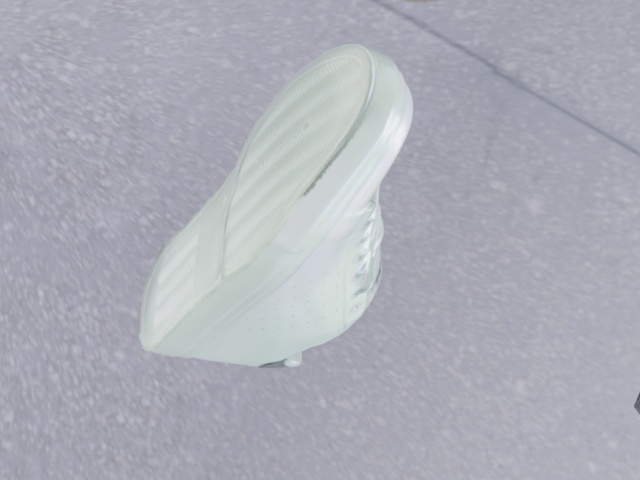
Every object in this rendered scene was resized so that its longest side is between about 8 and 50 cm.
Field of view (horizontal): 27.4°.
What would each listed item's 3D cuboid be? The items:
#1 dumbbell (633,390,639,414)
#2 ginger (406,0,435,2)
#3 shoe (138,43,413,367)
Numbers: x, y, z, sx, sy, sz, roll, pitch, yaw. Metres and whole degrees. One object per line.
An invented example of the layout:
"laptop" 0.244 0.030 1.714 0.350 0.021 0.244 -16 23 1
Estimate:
"dumbbell" 0.245 0.112 0.895 0.036 0.083 0.040 -35 88 -8
"ginger" 0.098 -0.254 0.988 0.152 0.267 0.138 8 89 -22
"shoe" 0.000 0.000 0.984 0.160 0.363 0.132 16 54 -24
